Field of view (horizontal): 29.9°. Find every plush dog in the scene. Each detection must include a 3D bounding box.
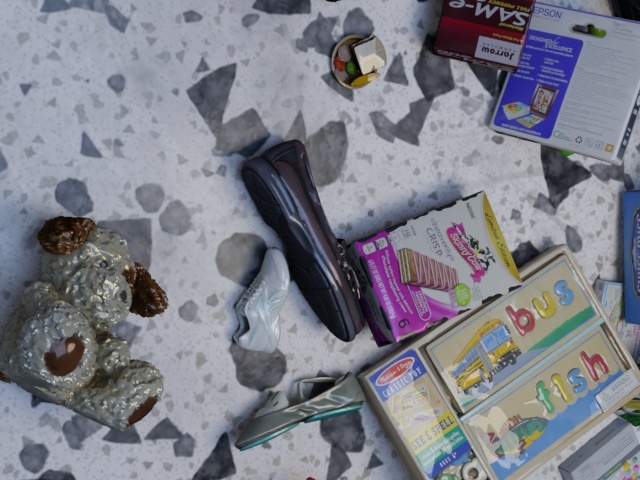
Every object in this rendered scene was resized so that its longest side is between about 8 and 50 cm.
[{"bbox_3d":[-0.308,0.088,1.511,0.262,0.210,0.225,50,57,-53],"label":"plush dog"}]

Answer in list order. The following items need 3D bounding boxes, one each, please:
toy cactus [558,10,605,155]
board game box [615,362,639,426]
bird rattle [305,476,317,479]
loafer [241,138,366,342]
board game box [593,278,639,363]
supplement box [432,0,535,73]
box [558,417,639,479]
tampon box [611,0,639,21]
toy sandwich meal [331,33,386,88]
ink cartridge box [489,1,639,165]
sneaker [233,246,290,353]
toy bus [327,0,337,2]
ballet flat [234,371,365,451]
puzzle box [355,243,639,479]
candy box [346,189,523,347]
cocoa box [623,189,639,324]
[{"bbox_3d":[0.437,-0.237,1.878,0.180,0.112,0.219,8,86,-38],"label":"toy cactus"},{"bbox_3d":[0.580,0.232,1.948,0.136,0.259,0.030,33,49,-28],"label":"board game box"},{"bbox_3d":[-0.014,0.480,1.709,0.207,0.143,0.253,-33,71,11],"label":"bird rattle"},{"bbox_3d":[0.000,0.000,1.678,0.095,0.109,0.303,-36,110,-23],"label":"loafer"},{"bbox_3d":[0.493,0.146,2.002,0.103,0.026,0.154,8,94,-28],"label":"board game box"},{"bbox_3d":[0.252,-0.375,1.733,0.130,0.073,0.239,13,92,4],"label":"supplement box"},{"bbox_3d":[0.499,0.420,2.045,0.145,0.038,0.186,-33,113,-19],"label":"box"},{"bbox_3d":[0.551,-0.374,1.862,0.161,0.101,0.120,-29,131,-1],"label":"tampon box"},{"bbox_3d":[0.056,-0.255,1.704,0.085,0.029,0.086,-5,100,-27],"label":"toy sandwich meal"},{"bbox_3d":[0.381,-0.237,1.786,0.045,0.206,0.208,16,93,-60],"label":"ink cartridge box"},{"bbox_3d":[-0.082,0.083,1.675,0.061,0.053,0.152,7,96,-26],"label":"sneaker"},{"bbox_3d":[0.002,-0.442,1.591,0.220,0.149,0.211,2,84,-25],"label":"toy bus"},{"bbox_3d":[-0.037,0.241,1.727,0.213,0.072,0.068,-16,78,-25],"label":"ballet flat"},{"bbox_3d":[0.285,0.217,1.845,0.409,0.052,0.272,-32,92,-20],"label":"puzzle box"},{"bbox_3d":[0.164,0.040,1.761,0.233,0.071,0.159,-22,89,-24],"label":"candy box"},{"bbox_3d":[0.697,0.024,1.959,0.347,0.228,0.232,-2,92,-30],"label":"cocoa box"}]
